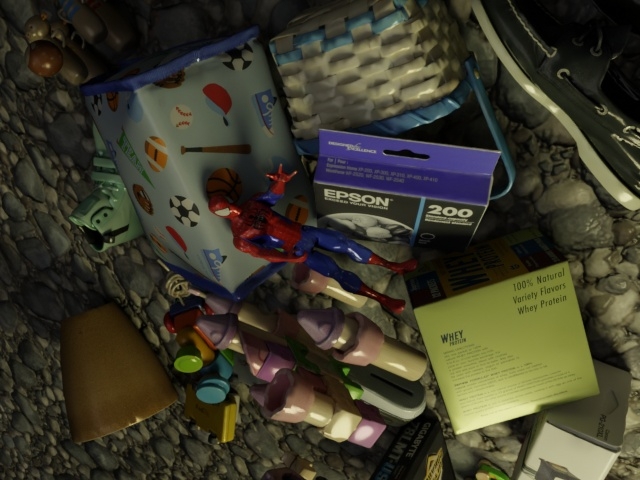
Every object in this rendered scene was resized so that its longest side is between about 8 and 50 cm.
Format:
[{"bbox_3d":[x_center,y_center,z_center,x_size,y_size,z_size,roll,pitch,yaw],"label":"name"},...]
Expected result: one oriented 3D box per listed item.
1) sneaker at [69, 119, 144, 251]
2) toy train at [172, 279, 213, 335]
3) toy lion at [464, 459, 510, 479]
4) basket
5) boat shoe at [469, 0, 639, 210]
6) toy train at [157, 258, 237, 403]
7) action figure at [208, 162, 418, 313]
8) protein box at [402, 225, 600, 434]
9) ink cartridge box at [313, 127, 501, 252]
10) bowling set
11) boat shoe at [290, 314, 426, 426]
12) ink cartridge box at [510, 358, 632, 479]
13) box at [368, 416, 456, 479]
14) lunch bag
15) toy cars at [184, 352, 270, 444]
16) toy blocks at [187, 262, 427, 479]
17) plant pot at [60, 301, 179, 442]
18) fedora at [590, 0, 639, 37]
[{"bbox_3d":[-0.393,-0.103,1.151,0.094,0.151,0.255,7,119,30],"label":"sneaker"},{"bbox_3d":[-0.234,0.133,1.227,0.105,0.080,0.184,24,125,-6],"label":"toy train"},{"bbox_3d":[0.309,0.450,1.132,0.096,0.034,0.100,26,127,7],"label":"toy lion"},{"bbox_3d":[0.090,-0.166,0.793,0.255,0.201,0.288,-7,116,30],"label":"basket"},{"bbox_3d":[0.302,-0.186,0.699,0.340,0.127,0.113,50,132,-7],"label":"boat shoe"},{"bbox_3d":[-0.229,0.164,1.097,0.105,0.143,0.248,-21,128,12],"label":"toy train"},{"bbox_3d":[0.000,0.000,0.771,0.281,0.091,0.139,22,164,-13],"label":"action figure"},{"bbox_3d":[0.240,0.120,0.863,0.200,0.136,0.201,-19,108,7],"label":"protein box"},{"bbox_3d":[0.096,-0.053,0.777,0.207,0.045,0.208,8,156,6],"label":"ink cartridge box"},{"bbox_3d":[-0.397,-0.350,0.988,0.154,0.200,0.287,49,126,1],"label":"bowling set"},{"bbox_3d":[0.038,0.240,1.123,0.302,0.109,0.094,30,133,11],"label":"boat shoe"},{"bbox_3d":[0.356,0.306,0.925,0.100,0.172,0.237,22,126,19],"label":"ink cartridge box"},{"bbox_3d":[0.158,0.510,1.084,0.074,0.295,0.293,-5,113,36],"label":"box"},{"bbox_3d":[-0.197,-0.125,0.961,0.386,0.239,0.327,10,125,53],"label":"lunch bag"},{"bbox_3d":[-0.164,0.298,1.286,0.393,0.087,0.176,-50,50,38],"label":"toy cars"},{"bbox_3d":[-0.068,0.179,0.894,0.260,0.288,0.308,27,100,-25],"label":"toy blocks"},{"bbox_3d":[-0.466,0.271,1.390,0.237,0.237,0.254,-19,90,37],"label":"plant pot"},{"bbox_3d":[0.365,-0.332,0.563,0.334,0.152,0.333,14,123,23],"label":"fedora"}]
